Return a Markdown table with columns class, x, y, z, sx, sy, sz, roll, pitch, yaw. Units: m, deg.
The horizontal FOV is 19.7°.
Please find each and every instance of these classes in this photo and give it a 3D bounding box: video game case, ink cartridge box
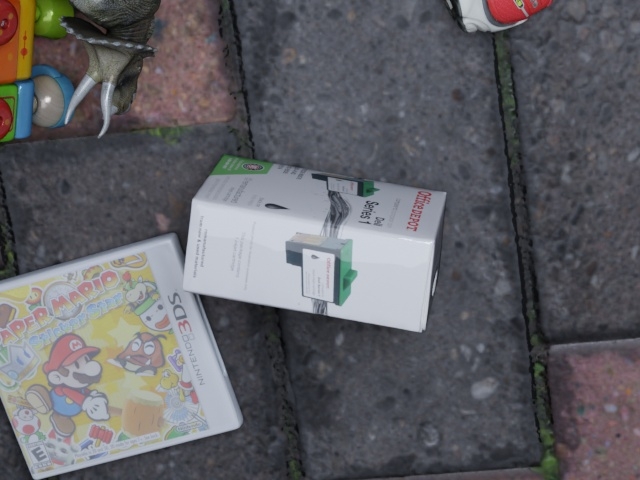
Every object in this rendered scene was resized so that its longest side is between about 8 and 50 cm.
| class | x | y | z | sx | sy | sz | roll | pitch | yaw |
| --- | --- | --- | --- | --- | --- | --- | --- | --- | --- |
| video game case | -0.214 | 0.117 | 1.812 | 0.227 | 0.026 | 0.206 | -15 | 105 | 13 |
| ink cartridge box | 0.000 | 0.000 | 1.672 | 0.219 | 0.160 | 0.093 | 9 | 109 | 5 |

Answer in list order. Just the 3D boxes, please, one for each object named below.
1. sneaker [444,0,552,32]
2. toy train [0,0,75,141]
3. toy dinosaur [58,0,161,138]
| class | x | y | z | sx | sy | sz | roll | pitch | yaw |
| --- | --- | --- | --- | --- | --- | --- | --- | --- | --- |
| sneaker | 0.143 | -0.322 | 1.593 | 0.118 | 0.107 | 0.279 | -14 | 109 | -7 |
| toy train | -0.281 | -0.209 | 1.659 | 0.105 | 0.143 | 0.248 | 17 | 108 | 36 |
| toy dinosaur | -0.202 | -0.266 | 1.608 | 0.121 | 0.160 | 0.313 | -14 | 109 | 48 |
